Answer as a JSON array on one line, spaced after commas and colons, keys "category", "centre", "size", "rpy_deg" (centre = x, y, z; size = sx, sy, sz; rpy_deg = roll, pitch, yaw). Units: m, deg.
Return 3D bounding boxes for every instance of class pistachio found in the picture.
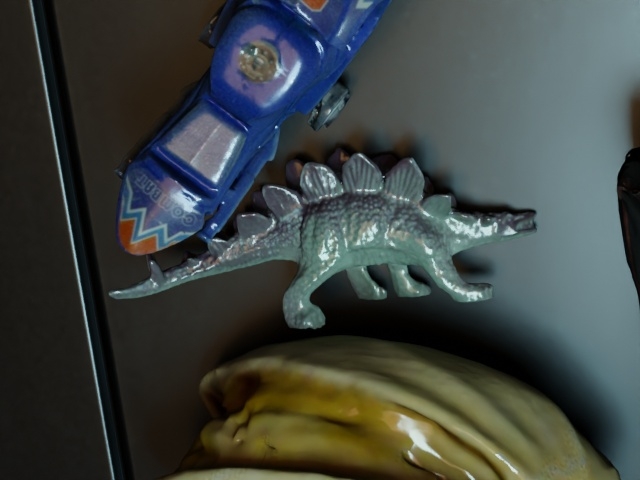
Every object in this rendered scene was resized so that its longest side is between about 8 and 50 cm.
[{"category": "pistachio", "centre": [0.028, 0.124, 0.936], "size": [0.229, 0.157, 0.157], "rpy_deg": [14, 107, 21]}]

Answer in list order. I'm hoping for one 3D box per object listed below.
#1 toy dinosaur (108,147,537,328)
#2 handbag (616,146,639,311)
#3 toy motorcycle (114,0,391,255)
[{"category": "toy dinosaur", "centre": [0.000, 0.000, 0.954], "size": [0.209, 0.039, 0.082], "rpy_deg": [-11, 99, 4]}, {"category": "handbag", "centre": [0.225, 0.057, 0.861], "size": [0.169, 0.155, 0.215], "rpy_deg": [-6, 102, 12]}, {"category": "toy motorcycle", "centre": [-0.021, -0.084, 0.899], "size": [0.076, 0.114, 0.205], "rpy_deg": [38, 108, 0]}]
